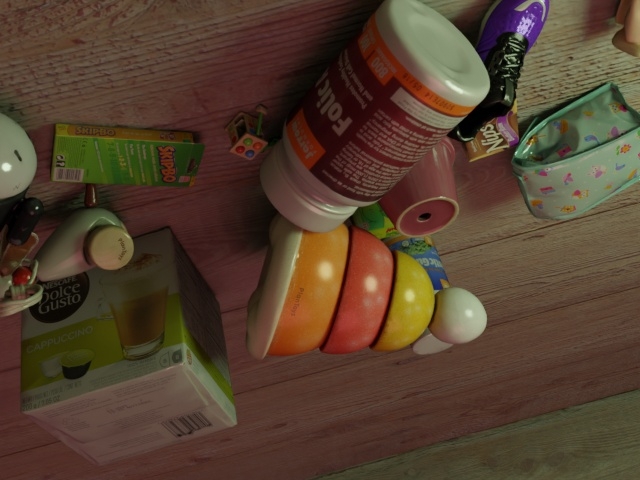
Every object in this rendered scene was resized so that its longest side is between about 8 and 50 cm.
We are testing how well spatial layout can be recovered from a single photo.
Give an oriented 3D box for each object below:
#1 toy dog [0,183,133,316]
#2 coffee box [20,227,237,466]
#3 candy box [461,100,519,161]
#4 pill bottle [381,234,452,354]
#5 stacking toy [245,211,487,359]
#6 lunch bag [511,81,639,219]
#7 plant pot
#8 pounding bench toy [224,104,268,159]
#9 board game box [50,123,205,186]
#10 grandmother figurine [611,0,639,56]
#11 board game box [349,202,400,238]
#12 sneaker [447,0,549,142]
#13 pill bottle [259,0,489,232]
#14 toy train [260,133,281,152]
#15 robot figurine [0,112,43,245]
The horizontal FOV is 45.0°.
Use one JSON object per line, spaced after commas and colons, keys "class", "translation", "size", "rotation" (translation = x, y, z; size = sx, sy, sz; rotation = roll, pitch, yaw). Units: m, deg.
{"class": "toy dog", "translation": [-0.503, -0.001, 1.417], "size": [0.333, 0.161, 0.220], "rotation": [-27, -160, -39]}
{"class": "coffee box", "translation": [-0.403, 0.233, 1.650], "size": [0.337, 0.334, 0.338], "rotation": [-17, 145, 3]}
{"class": "candy box", "translation": [0.328, -0.242, 1.519], "size": [0.109, 0.053, 0.187], "rotation": [-18, 145, 4]}
{"class": "pill bottle", "translation": [0.230, 0.122, 1.809], "size": [0.152, 0.272, 0.152], "rotation": [-11, 147, -8]}
{"class": "stacking toy", "translation": [0.105, 0.123, 1.571], "size": [0.480, 0.350, 0.350], "rotation": [16, 140, -6]}
{"class": "lunch bag", "translation": [0.532, -0.169, 1.617], "size": [0.262, 0.160, 0.223], "rotation": [-28, 146, 8]}
{"class": "plant pot", "translation": [0.185, -0.114, 1.531], "size": [0.201, 0.180, 0.201], "rotation": [-12, 147, -8]}
{"class": "pounding bench toy", "translation": [-0.123, -0.195, 1.385], "size": [0.052, 0.065, 0.083], "rotation": [19, 133, -41]}
{"class": "board game box", "translation": [-0.346, -0.149, 1.388], "size": [0.259, 0.039, 0.124], "rotation": [3, 143, -22]}
{"class": "grandmother figurine", "translation": [0.551, -0.461, 1.260], "size": [0.208, 0.104, 0.342], "rotation": [-39, 147, -16]}
{"class": "board game box", "translation": [0.157, -0.059, 1.677], "size": [0.181, 0.092, 0.043], "rotation": [-12, 145, -6]}
{"class": "sneaker", "translation": [0.306, -0.287, 1.318], "size": [0.102, 0.146, 0.293], "rotation": [18, 122, -25]}
{"class": "pill bottle", "translation": [0.076, -0.200, 1.321], "size": [0.224, 0.224, 0.392], "rotation": [13, 136, -37]}
{"class": "toy train", "translation": [-0.109, -0.178, 1.462], "size": [0.083, 0.017, 0.024], "rotation": [-23, 156, 11]}
{"class": "robot figurine", "translation": [-0.575, -0.092, 1.256], "size": [0.209, 0.173, 0.278], "rotation": [11, 139, -40]}
